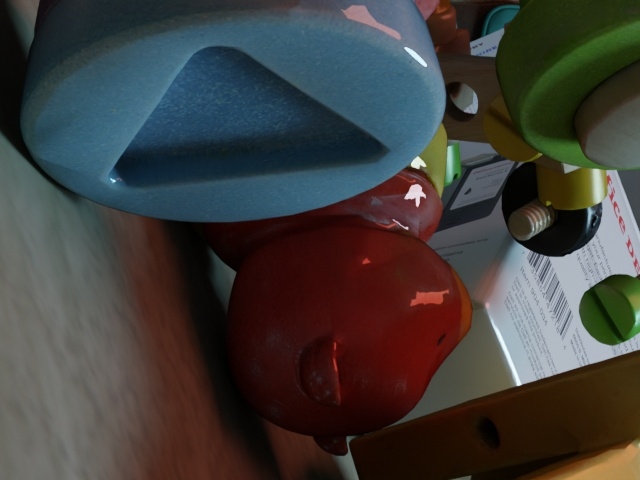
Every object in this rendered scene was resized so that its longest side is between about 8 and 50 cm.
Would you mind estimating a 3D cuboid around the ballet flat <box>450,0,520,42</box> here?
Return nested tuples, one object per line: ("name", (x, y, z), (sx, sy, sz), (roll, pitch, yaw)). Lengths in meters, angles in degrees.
("ballet flat", (0.135, -0.174, 1.450), (0.124, 0.342, 0.116), (148, -49, -82))

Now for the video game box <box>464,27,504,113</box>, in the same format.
("video game box", (0.096, -0.036, 1.133), (0.048, 0.187, 0.205), (-107, 173, -58))

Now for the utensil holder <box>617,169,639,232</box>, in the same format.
("utensil holder", (0.279, 0.094, 1.555), (0.385, 0.327, 0.328), (55, 15, -55))

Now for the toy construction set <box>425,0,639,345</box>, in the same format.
("toy construction set", (0.071, -0.109, 0.728), (0.257, 0.309, 0.237), (37, 38, 24))

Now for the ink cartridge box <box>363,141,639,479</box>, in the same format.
("ink cartridge box", (0.126, 0.058, 0.976), (0.198, 0.114, 0.273), (66, 32, -20))

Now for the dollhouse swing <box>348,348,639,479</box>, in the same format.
("dollhouse swing", (0.073, 0.244, 0.588), (0.315, 0.304, 0.347), (-28, -101, 57))

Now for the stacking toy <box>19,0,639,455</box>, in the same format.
("stacking toy", (0.054, -0.035, 0.531), (0.309, 0.279, 0.130), (57, 24, -62))
